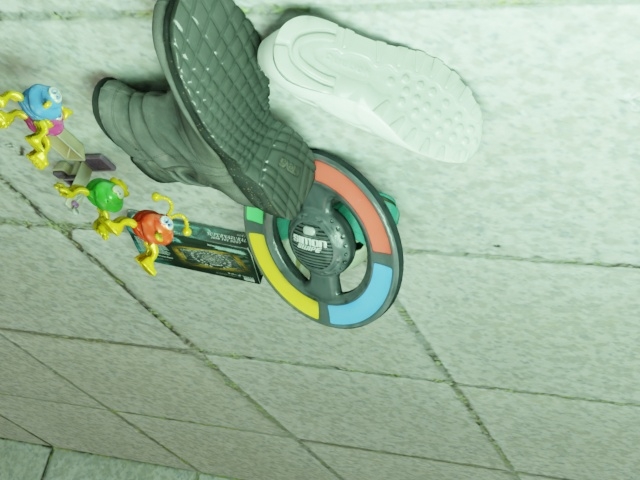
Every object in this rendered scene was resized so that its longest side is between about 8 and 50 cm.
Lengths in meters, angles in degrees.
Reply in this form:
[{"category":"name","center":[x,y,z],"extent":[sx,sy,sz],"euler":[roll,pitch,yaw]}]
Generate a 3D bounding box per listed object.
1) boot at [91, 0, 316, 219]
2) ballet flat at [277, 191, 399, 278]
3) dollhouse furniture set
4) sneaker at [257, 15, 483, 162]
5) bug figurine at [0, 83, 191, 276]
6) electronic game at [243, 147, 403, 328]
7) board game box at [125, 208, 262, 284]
[{"category":"boot","center":[-0.158,-0.141,1.201],"extent":[0.223,0.118,0.338],"euler":[15,151,27]},{"category":"ballet flat","center":[-0.001,0.003,1.438],"extent":[0.083,0.087,0.247],"euler":[29,154,-32]},{"category":"dollhouse furniture set","center":[-0.339,-0.087,1.456],"extent":[0.091,0.081,0.114],"euler":[1,153,29]},{"category":"sneaker","center":[0.050,-0.144,1.110],"extent":[0.235,0.090,0.095],"euler":[27,167,-16]},{"category":"bug figurine","center":[-0.273,-0.089,1.319],"extent":[0.279,0.072,0.216],"euler":[51,164,-25]},{"category":"electronic game","center":[0.000,0.000,1.348],"extent":[0.229,0.048,0.229],"euler":[20,125,32]},{"category":"board game box","center":[-0.179,0.010,1.640],"extent":[0.186,0.026,0.126],"euler":[12,156,10]}]
